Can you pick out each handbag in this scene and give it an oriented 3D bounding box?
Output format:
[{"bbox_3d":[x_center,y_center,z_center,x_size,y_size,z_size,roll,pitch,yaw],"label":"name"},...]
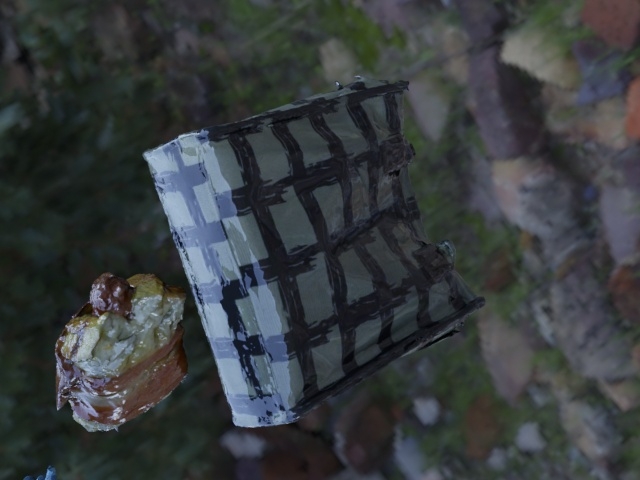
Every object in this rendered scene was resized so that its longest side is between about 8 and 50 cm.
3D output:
[{"bbox_3d":[0.000,0.000,1.652,0.162,0.327,0.325,-10,99,52],"label":"handbag"}]

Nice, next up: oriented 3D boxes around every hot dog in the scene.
[{"bbox_3d":[-0.195,0.098,1.439,0.103,0.146,0.213,48,150,24],"label":"hot dog"}]

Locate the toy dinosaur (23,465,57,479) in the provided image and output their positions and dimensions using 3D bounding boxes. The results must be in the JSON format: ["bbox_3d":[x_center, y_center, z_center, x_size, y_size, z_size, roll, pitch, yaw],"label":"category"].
[{"bbox_3d":[-0.249,0.242,1.348,0.047,0.030,0.083,10,94,51],"label":"toy dinosaur"}]
